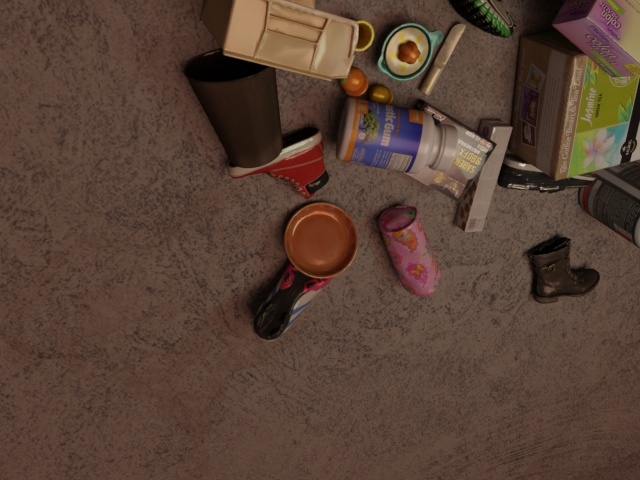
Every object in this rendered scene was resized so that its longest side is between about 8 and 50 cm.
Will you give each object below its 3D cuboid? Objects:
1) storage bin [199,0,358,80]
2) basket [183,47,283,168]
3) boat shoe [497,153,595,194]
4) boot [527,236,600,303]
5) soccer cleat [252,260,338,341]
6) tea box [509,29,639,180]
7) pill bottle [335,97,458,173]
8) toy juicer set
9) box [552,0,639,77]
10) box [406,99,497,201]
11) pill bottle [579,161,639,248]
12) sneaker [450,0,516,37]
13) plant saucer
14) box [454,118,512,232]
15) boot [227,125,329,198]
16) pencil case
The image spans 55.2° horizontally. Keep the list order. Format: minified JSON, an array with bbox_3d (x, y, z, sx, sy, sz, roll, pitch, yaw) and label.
[{"bbox_3d":[-0.086,-0.433,1.214,0.260,0.262,0.123,6,118,-26],"label":"storage bin"},{"bbox_3d":[-0.170,-0.285,1.339,0.204,0.154,0.227,7,136,21],"label":"basket"},{"bbox_3d":[0.650,-0.182,1.775,0.302,0.114,0.091,8,116,-13],"label":"boat shoe"},{"bbox_3d":[0.806,0.085,2.010,0.262,0.091,0.229,-19,126,-8],"label":"boot"},{"bbox_3d":[-0.071,0.135,1.680,0.116,0.143,0.331,41,79,1],"label":"soccer cleat"},{"bbox_3d":[0.701,-0.373,1.603,0.323,0.220,0.329,-15,124,-13],"label":"tea box"},{"bbox_3d":[0.181,-0.244,1.465,0.272,0.152,0.152,9,118,-6],"label":"pill bottle"},{"bbox_3d":[0.197,-0.411,1.452,0.329,0.089,0.209,-5,121,-21],"label":"toy juicer set"},{"bbox_3d":[0.672,-0.521,1.339,0.213,0.117,0.243,29,90,-20],"label":"box"},{"bbox_3d":[0.312,-0.231,1.595,0.231,0.056,0.183,26,107,-16],"label":"box"},{"bbox_3d":[0.961,-0.089,1.797,0.210,0.363,0.210,-10,124,-16],"label":"pill bottle"},{"bbox_3d":[0.359,-0.599,1.376,0.146,0.134,0.343,-43,126,6],"label":"sneaker"},{"bbox_3d":[0.000,0.000,1.608,0.199,0.037,0.200,0,88,-14],"label":"plant saucer"},{"bbox_3d":[0.453,-0.177,1.719,0.067,0.063,0.324,-5,122,-21],"label":"box"},{"bbox_3d":[-0.097,-0.157,1.492,0.244,0.088,0.176,-21,127,-14],"label":"boot"},{"bbox_3d":[0.257,0.031,1.738,0.124,0.124,0.284,-31,127,-2],"label":"pencil case"}]
